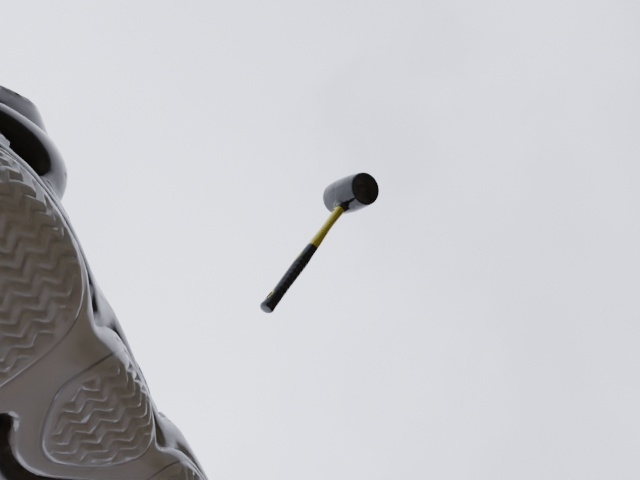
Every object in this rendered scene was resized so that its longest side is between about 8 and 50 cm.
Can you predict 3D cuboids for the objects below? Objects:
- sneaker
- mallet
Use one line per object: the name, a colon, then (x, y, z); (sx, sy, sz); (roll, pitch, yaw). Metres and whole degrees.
sneaker: (-0.111, 0.043, 0.434); (0.101, 0.153, 0.268); (-20, -49, -9)
mallet: (0.000, 0.000, 1.219); (0.039, 0.062, 0.189); (46, -129, -17)
